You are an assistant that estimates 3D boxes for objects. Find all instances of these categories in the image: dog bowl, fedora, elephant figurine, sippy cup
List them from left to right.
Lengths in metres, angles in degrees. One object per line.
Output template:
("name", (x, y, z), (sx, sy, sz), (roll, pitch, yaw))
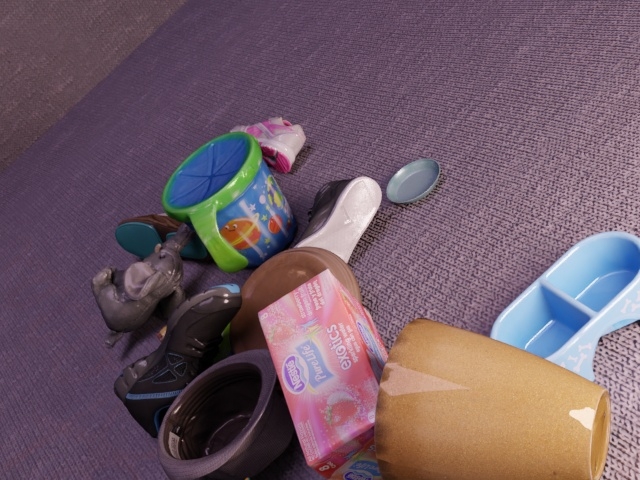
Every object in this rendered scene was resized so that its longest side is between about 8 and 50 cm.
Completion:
("elephant figurine", (-0.362, 0.091, 1.950), (0.239, 0.186, 0.169), (-22, 4, 26))
("fedora", (-0.139, 0.310, 1.504), (0.275, 0.124, 0.244), (-26, 33, 30))
("sippy cup", (-0.173, -0.070, 1.903), (0.240, 0.224, 0.305), (7, 54, 47))
("dog bowl", (0.367, 0.102, 1.309), (0.297, 0.074, 0.166), (-41, 33, -5))

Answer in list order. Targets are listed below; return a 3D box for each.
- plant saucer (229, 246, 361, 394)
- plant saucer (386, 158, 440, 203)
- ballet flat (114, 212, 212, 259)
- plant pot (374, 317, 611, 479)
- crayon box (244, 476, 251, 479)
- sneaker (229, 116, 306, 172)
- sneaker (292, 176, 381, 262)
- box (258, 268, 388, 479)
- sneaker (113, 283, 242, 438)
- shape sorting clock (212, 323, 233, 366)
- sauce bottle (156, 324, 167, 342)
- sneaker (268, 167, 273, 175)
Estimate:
("plant saucer", (-0.055, 0.135, 1.623), (0.278, 0.041, 0.278), (-14, 62, 28))
("plant saucer", (0.186, -0.112, 1.790), (0.119, 0.021, 0.119), (-26, 34, 19))
("ballet flat", (-0.334, -0.020, 2.124), (0.342, 0.116, 0.124), (0, 29, 44))
("plant pot", (0.234, 0.232, 1.177), (0.254, 0.237, 0.237), (5, 51, 28))
("crayon box", (-0.104, 0.489, 1.292), (0.165, 0.081, 0.278), (-40, 33, -1))
("sneaker", (-0.120, -0.239, 2.183), (0.111, 0.103, 0.252), (-46, 40, -18))
("sneaker", (0.001, 0.000, 1.782), (0.296, 0.104, 0.147), (-54, 16, -3))
("box", (0.031, 0.213, 1.381), (0.142, 0.154, 0.300), (-32, 46, 9))
("sneaker", (-0.233, 0.217, 1.656), (0.341, 0.125, 0.140), (-50, 63, 24))
("shape sorting clock", (-0.201, 0.227, 1.739), (0.206, 0.040, 0.206), (-28, 41, 28))
("sauce bottle", (-0.279, 0.169, 1.888), (0.128, 0.042, 0.042), (-38, 33, -3))
("sneaker", (-0.235, -0.134, 2.157), (0.267, 0.101, 0.106), (-1, 50, 44))
